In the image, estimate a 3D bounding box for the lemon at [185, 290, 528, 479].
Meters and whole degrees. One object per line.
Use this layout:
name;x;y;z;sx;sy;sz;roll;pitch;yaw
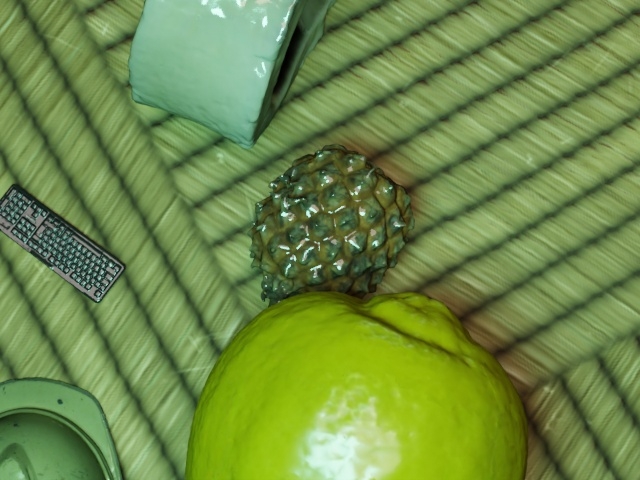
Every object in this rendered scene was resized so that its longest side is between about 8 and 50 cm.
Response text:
lemon;0.030;0.211;1.504;0.348;0.348;0.348;0;80;-1

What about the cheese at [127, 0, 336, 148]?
cheese;-0.066;-0.275;1.609;0.153;0.292;0.332;25;69;3

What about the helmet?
helmet;-0.302;0.260;1.579;0.204;0.137;0.257;-5;80;-2

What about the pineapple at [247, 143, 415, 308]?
pineapple;0.000;0.000;1.623;0.166;0.166;0.193;32;84;4

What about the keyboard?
keyboard;-0.284;0.003;1.688;0.155;0.010;0.053;36;82;4
